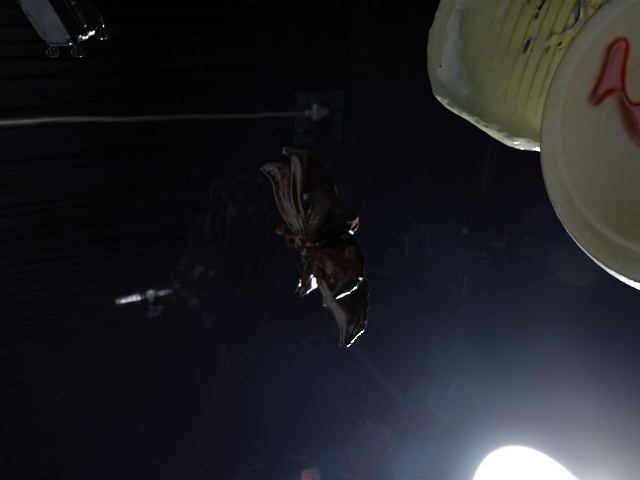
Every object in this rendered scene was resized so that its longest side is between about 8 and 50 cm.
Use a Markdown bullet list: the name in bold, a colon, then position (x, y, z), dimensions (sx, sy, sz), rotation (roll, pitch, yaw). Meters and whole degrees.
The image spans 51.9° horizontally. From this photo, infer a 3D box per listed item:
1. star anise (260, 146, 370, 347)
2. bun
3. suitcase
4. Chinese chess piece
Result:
- **star anise**: position (0.001, -0.002, 0.444), dimensions (0.141, 0.042, 0.141), rotation (158, -90, -77)
- **bun**: position (0.262, -0.252, 0.825), dimensions (0.168, 0.272, 0.273), rotation (-127, -147, -77)
- **suitcase**: position (-0.322, -0.290, 0.791), dimensions (0.086, 0.059, 0.126), rotation (12, -40, 39)
- **Chinese chess piece**: position (0.297, -0.082, 0.494), dimensions (0.273, 0.102, 0.273), rotation (4, -85, 52)
